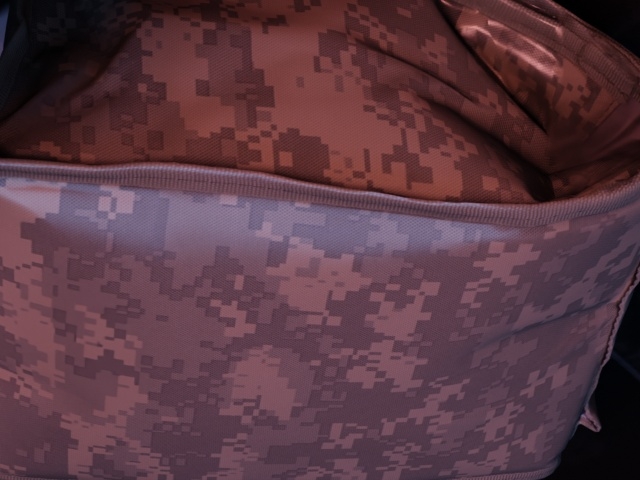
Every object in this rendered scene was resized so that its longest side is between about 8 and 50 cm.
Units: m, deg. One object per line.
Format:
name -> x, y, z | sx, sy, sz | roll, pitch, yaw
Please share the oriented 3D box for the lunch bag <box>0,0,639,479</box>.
lunch bag -> 0.000, 0.000, 0.789 | 0.287, 0.169, 0.235 | 7, 140, -3
